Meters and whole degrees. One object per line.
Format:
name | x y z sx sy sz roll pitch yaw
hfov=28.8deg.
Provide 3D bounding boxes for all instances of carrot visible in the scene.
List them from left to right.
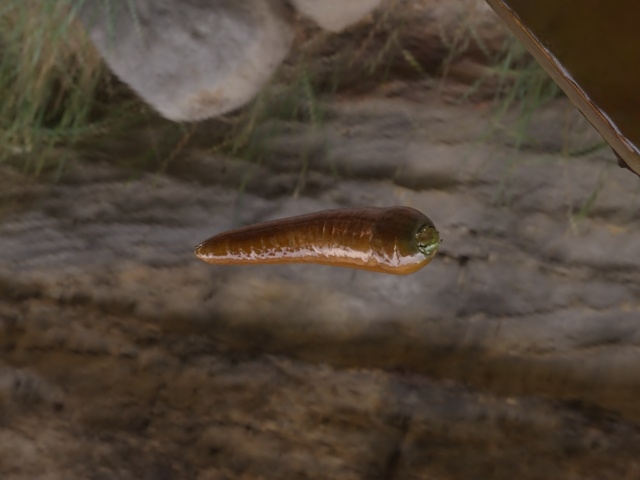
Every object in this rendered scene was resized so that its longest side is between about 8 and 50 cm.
carrot | 0.000 0.000 1.120 0.271 0.066 0.062 1 153 42

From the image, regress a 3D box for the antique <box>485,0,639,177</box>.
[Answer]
antique | 0.028 -0.154 0.357 0.310 0.087 0.093 52 -169 12
